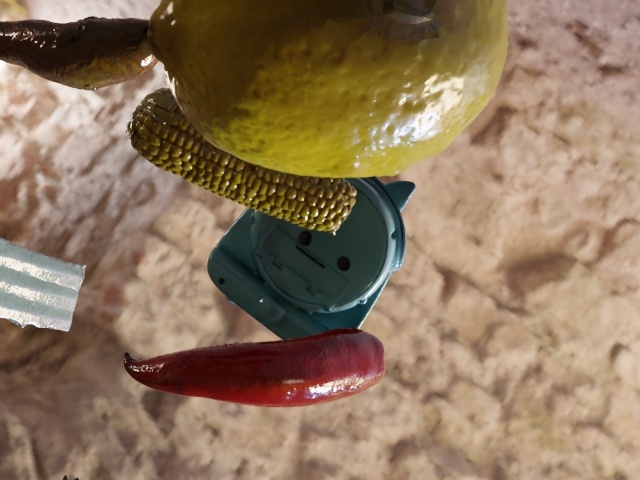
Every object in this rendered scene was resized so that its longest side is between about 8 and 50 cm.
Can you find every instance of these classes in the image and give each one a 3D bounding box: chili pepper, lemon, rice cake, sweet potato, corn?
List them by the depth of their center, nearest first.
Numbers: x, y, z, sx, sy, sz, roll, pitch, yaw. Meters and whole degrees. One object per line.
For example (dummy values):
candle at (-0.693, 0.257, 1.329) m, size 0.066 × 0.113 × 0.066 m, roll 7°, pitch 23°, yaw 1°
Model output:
lemon at (0.008, -0.174, 0.942) m, size 0.260 × 0.283 × 0.261 m, roll 161°, pitch 90°, yaw -87°
sweet potato at (-0.226, -0.161, 1.018) m, size 0.226 × 0.068 × 0.068 m, roll 1°, pitch 167°, yaw 6°
corn at (-0.086, -0.086, 1.297) m, size 0.260 × 0.091 × 0.091 m, roll 27°, pitch -142°, yaw -8°
chili pepper at (-0.041, 0.144, 1.423) m, size 0.368 × 0.092 × 0.137 m, roll 4°, pitch -167°, yaw -37°
rice cake at (-0.463, 0.074, 1.877) m, size 0.043 × 0.127 × 0.237 m, roll 14°, pitch 175°, yaw 31°

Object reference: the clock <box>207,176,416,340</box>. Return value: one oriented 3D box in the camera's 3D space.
clock at (0.000, 0.000, 1.584) m, size 0.223 × 0.274 × 0.094 m, roll 35°, pitch -171°, yaw 0°

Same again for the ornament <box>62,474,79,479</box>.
ornament at (-0.388, 0.450, 1.771) m, size 0.202 × 0.236 × 0.080 m, roll 33°, pitch 141°, yaw 43°
